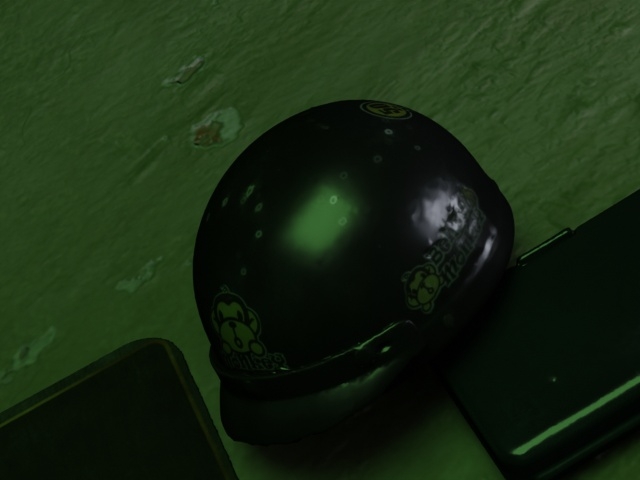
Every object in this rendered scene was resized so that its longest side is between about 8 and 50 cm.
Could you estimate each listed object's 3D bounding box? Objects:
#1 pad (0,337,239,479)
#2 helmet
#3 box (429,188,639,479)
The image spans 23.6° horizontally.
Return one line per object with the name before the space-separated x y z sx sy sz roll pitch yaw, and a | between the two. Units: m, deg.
pad | -0.201 0.239 1.092 0.315 0.063 0.375 -30 45 -1
helmet | 0.000 0.000 1.101 0.230 0.160 0.279 -1 39 46
box | 0.197 0.061 1.066 0.230 0.050 0.160 -31 46 -1
